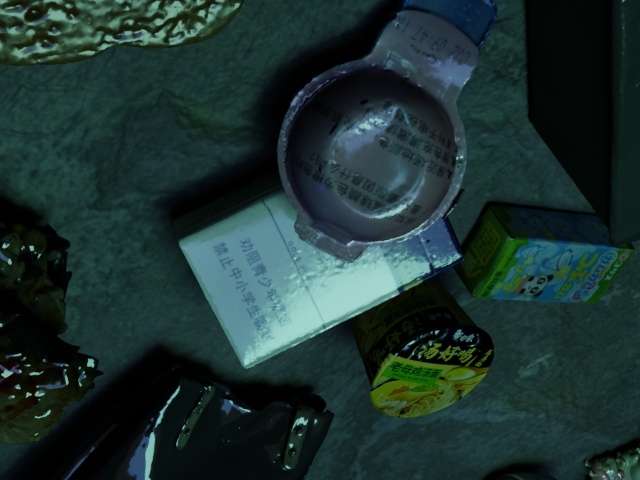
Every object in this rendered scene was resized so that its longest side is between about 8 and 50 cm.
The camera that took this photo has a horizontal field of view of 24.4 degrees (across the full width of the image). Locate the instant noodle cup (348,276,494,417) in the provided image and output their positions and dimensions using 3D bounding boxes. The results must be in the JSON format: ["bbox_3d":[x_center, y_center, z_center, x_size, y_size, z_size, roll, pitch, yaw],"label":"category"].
[{"bbox_3d":[0.107,0.109,1.677,0.151,0.122,0.151,-14,137,-13],"label":"instant noodle cup"}]

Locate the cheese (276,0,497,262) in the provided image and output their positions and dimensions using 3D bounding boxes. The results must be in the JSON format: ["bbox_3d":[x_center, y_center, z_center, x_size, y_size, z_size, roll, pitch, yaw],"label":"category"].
[{"bbox_3d":[0.067,-0.115,1.400,0.189,0.074,0.286,24,97,-12],"label":"cheese"}]

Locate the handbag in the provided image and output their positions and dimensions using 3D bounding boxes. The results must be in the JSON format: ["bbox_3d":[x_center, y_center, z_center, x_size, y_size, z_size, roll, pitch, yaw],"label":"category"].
[{"bbox_3d":[-0.145,0.277,1.706,0.342,0.152,0.288,17,113,-43],"label":"handbag"}]

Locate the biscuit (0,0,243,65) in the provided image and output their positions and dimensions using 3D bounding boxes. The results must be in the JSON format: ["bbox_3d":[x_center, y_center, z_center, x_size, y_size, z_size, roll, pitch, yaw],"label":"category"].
[{"bbox_3d":[-0.198,-0.271,1.148,0.381,0.074,0.359,-21,138,-5],"label":"biscuit"}]

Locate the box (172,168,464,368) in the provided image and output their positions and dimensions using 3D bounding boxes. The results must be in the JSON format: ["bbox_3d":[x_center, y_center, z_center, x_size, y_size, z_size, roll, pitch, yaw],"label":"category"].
[{"bbox_3d":[0.000,0.000,1.498,0.259,0.071,0.168,-26,112,-3],"label":"box"}]

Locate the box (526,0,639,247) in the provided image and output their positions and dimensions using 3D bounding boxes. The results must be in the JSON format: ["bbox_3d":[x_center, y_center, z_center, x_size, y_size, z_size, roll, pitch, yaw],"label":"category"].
[{"bbox_3d":[0.344,-0.205,1.412,0.251,0.204,0.345,-20,139,-8],"label":"box"}]

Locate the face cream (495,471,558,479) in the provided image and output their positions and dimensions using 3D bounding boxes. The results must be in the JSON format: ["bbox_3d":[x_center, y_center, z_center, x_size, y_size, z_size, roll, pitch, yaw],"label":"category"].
[{"bbox_3d":[0.284,0.380,2.061,0.104,0.117,0.117,-5,135,-35],"label":"face cream"}]

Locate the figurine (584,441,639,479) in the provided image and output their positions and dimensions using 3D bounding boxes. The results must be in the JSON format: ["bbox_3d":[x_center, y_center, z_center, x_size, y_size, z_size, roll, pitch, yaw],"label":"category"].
[{"bbox_3d":[0.417,0.349,2.152,0.146,0.081,0.098,-28,97,8],"label":"figurine"}]

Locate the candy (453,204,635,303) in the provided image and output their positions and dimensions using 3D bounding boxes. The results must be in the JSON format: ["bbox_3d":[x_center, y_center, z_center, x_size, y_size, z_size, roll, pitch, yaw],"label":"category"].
[{"bbox_3d":[0.258,0.018,1.709,0.194,0.062,0.097,4,130,-33],"label":"candy"}]

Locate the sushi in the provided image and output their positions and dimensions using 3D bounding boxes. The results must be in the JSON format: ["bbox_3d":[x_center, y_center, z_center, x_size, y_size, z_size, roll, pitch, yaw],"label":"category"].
[{"bbox_3d":[-0.323,0.086,1.341,0.238,0.218,0.225,4,127,-33],"label":"sushi"}]
